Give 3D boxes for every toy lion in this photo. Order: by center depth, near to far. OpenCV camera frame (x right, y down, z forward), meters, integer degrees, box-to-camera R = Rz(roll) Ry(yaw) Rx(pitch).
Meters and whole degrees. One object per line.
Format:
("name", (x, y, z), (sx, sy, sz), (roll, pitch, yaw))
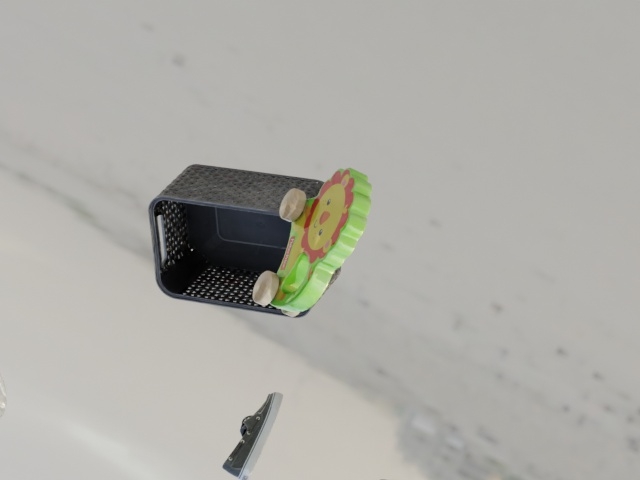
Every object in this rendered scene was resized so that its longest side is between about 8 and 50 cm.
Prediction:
("toy lion", (0.000, 0.000, 1.333), (0.034, 0.100, 0.096), (24, 167, -24))

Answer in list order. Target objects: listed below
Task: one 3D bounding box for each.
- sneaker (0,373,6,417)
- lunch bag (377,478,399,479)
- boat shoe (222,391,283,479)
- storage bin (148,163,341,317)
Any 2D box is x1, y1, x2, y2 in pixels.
("sneaker", (-0.364, 0.057, 1.685), (0.153, 0.094, 0.235), (14, 135, 35))
("lunch bag", (0.081, 0.397, 2.086), (0.169, 0.235, 0.287), (-11, 159, -8))
("boat shoe", (-0.088, 0.253, 2.603), (0.040, 0.142, 0.049), (24, 143, 0))
("storage bin", (-0.078, -0.001, 2.050), (0.180, 0.122, 0.084), (8, -151, 21))
